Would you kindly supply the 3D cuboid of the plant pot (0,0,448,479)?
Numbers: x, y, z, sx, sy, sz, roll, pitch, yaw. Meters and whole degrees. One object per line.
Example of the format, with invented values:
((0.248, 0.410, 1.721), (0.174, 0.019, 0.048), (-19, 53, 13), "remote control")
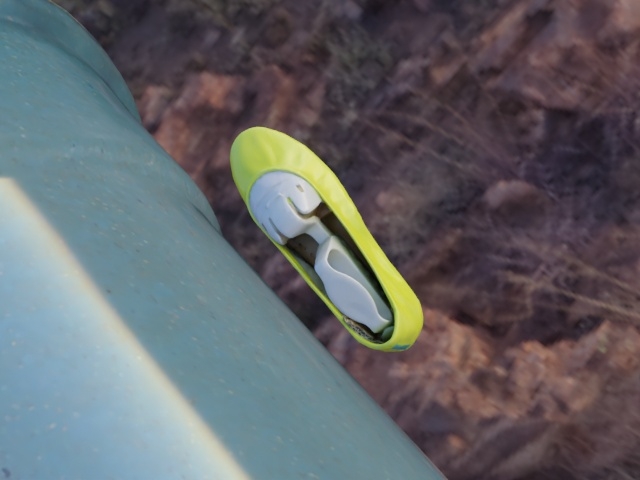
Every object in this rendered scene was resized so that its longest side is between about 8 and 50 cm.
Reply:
((-0.092, 0.141, 0.476), (0.334, 0.341, 0.341), (41, 96, 26), "plant pot")

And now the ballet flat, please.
((0.000, 0.000, 1.176), (0.077, 0.077, 0.231), (-40, 86, 22), "ballet flat")
